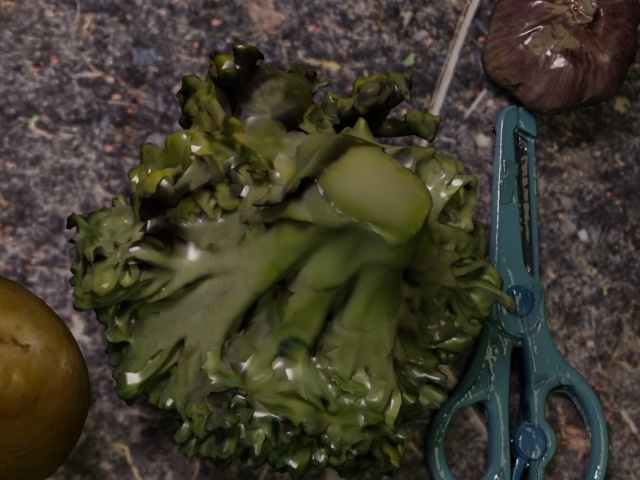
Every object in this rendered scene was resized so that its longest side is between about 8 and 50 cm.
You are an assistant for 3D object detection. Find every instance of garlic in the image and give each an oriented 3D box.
[{"bbox_3d":[0.223,-0.190,1.188,0.159,0.102,0.147,-36,94,-20],"label":"garlic"}]

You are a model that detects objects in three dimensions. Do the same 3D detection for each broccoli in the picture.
[{"bbox_3d":[-0.012,0.011,1.015,0.334,0.272,0.324,45,30,-2],"label":"broccoli"}]

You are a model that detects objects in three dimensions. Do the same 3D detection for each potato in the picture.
[{"bbox_3d":[-0.247,0.100,0.933,0.178,0.158,0.203,-41,100,-25],"label":"potato"}]

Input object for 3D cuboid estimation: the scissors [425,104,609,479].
[{"bbox_3d":[0.181,0.070,1.180,0.180,0.032,0.393,4,82,-22],"label":"scissors"}]
